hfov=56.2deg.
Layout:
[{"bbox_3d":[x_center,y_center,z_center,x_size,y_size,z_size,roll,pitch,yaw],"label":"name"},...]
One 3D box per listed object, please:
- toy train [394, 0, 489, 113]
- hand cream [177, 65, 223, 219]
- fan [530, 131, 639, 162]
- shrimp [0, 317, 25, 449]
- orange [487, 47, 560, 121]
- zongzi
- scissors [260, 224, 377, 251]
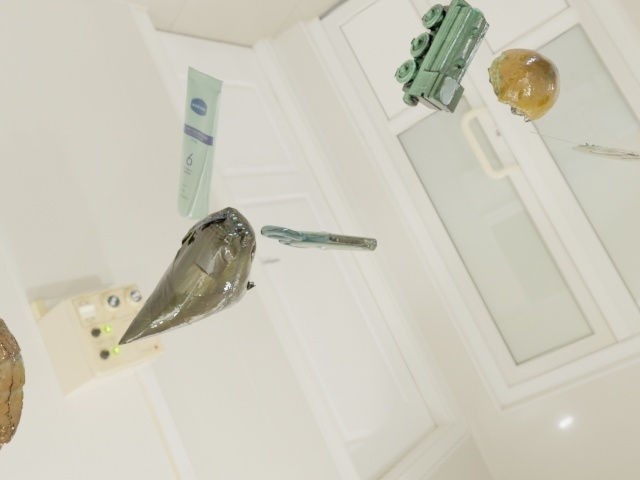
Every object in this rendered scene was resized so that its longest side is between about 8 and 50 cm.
[{"bbox_3d":[0.182,-0.272,0.879,0.071,0.111,0.171,23,95,-36],"label":"toy train"},{"bbox_3d":[-0.255,-0.191,1.261,0.067,0.109,0.321,-17,128,-46],"label":"hand cream"},{"bbox_3d":[0.554,-0.189,1.212,0.328,0.009,0.190,9,-174,-19],"label":"fan"},{"bbox_3d":[-0.500,0.204,0.711,0.290,0.223,0.054,-22,-166,-23],"label":"shrimp"},{"bbox_3d":[0.433,-0.328,1.243,0.112,0.160,0.170,-15,-166,45],"label":"orange"},{"bbox_3d":[-0.378,0.115,1.656,0.432,0.208,0.403,-32,163,-26],"label":"zongzi"},{"bbox_3d":[0.000,0.000,1.360,0.289,0.041,0.138,3,163,33],"label":"scissors"}]
